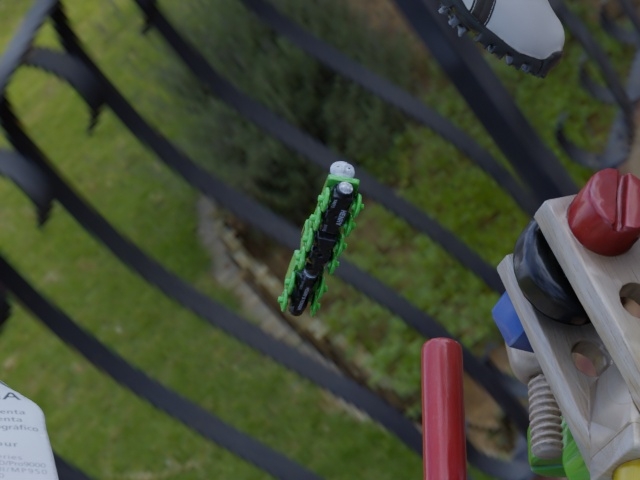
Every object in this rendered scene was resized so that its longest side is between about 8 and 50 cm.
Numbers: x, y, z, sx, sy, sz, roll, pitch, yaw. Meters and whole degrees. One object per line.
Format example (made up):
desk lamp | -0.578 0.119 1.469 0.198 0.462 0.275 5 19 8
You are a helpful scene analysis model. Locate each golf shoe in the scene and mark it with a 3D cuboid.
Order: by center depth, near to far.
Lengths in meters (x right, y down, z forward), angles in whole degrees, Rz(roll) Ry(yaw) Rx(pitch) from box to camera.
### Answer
golf shoe | 0.069 -0.166 0.792 0.094 0.198 0.077 -34 18 14

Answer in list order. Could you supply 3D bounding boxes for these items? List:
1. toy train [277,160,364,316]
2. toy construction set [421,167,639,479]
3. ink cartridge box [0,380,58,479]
toy train | 0.000 0.000 0.667 0.083 0.017 0.023 112 166 -51
toy construction set | 0.180 0.117 0.832 0.309 0.257 0.237 -24 51 37
ink cartridge box | -0.145 0.132 0.652 0.232 0.066 0.189 -115 36 -67
